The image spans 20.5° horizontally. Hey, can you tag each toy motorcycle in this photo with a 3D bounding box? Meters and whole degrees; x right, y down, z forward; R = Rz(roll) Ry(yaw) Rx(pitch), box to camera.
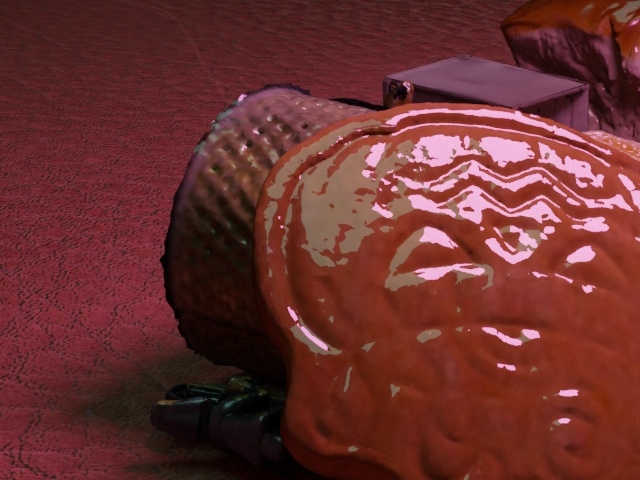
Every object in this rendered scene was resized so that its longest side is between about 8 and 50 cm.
[{"bbox_3d":[-0.044,0.153,1.469,0.193,0.061,0.124,8,14,5],"label":"toy motorcycle"}]

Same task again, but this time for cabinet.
[{"bbox_3d":[0.199,-0.122,2.094,0.150,0.145,0.206,-18,26,-39],"label":"cabinet"}]

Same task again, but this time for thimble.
[{"bbox_3d":[0.000,0.000,1.581,0.150,0.270,0.271,15,26,32],"label":"thimble"}]

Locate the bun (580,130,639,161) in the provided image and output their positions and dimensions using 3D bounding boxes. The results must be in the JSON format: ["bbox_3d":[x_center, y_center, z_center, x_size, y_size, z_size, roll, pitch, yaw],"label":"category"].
[{"bbox_3d":[0.315,-0.016,1.776,0.244,0.153,0.244,18,17,-5],"label":"bun"}]

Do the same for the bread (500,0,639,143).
[{"bbox_3d":[0.384,-0.229,2.259,0.279,0.225,0.250,10,21,42],"label":"bread"}]

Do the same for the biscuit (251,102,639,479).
[{"bbox_3d":[0.137,0.053,1.382,0.385,0.062,0.365,3,63,-11],"label":"biscuit"}]

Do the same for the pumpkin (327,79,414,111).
[{"bbox_3d":[0.061,-0.064,1.859,0.250,0.216,0.250,18,1,0],"label":"pumpkin"}]
